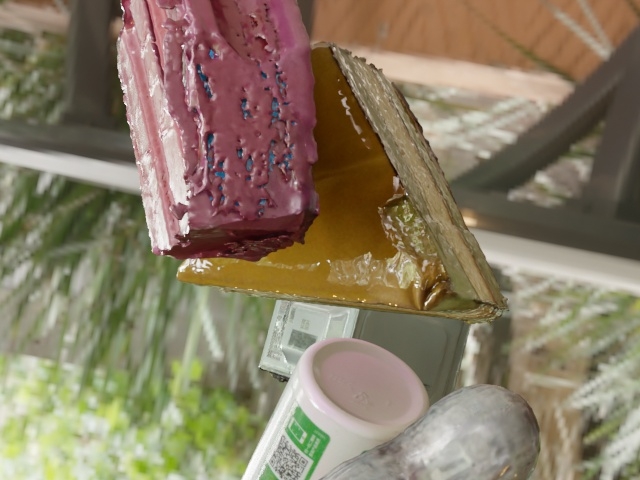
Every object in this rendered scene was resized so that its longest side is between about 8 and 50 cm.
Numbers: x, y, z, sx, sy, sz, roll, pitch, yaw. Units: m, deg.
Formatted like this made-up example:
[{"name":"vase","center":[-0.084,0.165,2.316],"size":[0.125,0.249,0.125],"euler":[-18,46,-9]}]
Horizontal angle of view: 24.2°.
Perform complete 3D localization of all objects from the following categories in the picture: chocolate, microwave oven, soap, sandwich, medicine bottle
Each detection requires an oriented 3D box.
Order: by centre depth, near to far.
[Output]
[{"name":"chocolate","center":[0.054,0.144,0.870],"size":[0.072,0.167,0.072],"euler":[55,-179,-2]},{"name":"soap","center":[-0.076,-0.095,1.006],"size":[0.099,0.250,0.162],"euler":[2,139,-20]},{"name":"sandwich","center":[0.000,0.000,1.155],"size":[0.198,0.227,0.155],"euler":[-31,164,16]},{"name":"medicine bottle","center":[-0.005,0.232,1.419],"size":[0.133,0.274,0.133],"euler":[17,-148,-11]},{"name":"microwave oven","center":[0.042,0.119,1.642],"size":[0.162,0.122,0.208],"euler":[16,176,-24]}]
